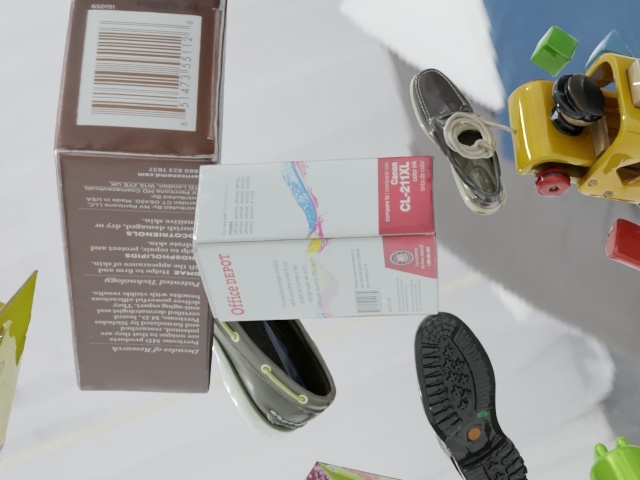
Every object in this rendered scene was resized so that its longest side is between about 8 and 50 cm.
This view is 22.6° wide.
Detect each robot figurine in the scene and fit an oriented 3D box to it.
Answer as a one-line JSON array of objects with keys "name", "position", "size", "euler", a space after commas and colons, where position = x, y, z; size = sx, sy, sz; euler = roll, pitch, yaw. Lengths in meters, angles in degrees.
[{"name": "robot figurine", "position": [0.318, 0.257, 1.637], "size": [0.067, 0.101, 0.115], "euler": [86, 166, -44]}]

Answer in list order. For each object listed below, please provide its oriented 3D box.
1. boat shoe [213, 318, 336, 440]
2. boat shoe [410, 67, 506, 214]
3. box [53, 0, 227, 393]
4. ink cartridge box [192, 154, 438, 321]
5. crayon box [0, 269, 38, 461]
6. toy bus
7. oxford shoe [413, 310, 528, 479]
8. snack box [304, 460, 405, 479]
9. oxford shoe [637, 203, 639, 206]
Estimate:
[{"name": "boat shoe", "position": [-0.088, 0.064, 1.716], "size": [0.091, 0.109, 0.305], "euler": [-34, 86, 36]}, {"name": "boat shoe", "position": [0.132, -0.099, 1.486], "size": [0.152, 0.056, 0.049], "euler": [61, 168, 13]}, {"name": "box", "position": [-0.158, -0.033, 1.457], "size": [0.381, 0.143, 0.191], "euler": [100, 172, -55]}, {"name": "ink cartridge box", "position": [0.000, 0.000, 1.199], "size": [0.127, 0.175, 0.072], "euler": [81, -172, -61]}, {"name": "crayon box", "position": [-0.333, 0.179, 1.338], "size": [0.202, 0.081, 0.318], "euler": [-60, -8, -54]}, {"name": "toy bus", "position": [0.234, -0.094, 1.250], "size": [0.191, 0.202, 0.104], "euler": [45, 142, 6]}, {"name": "oxford shoe", "position": [0.137, 0.167, 1.649], "size": [0.096, 0.082, 0.227], "euler": [42, 153, 63]}, {"name": "snack box", "position": [0.089, 0.326, 1.647], "size": [0.070, 0.174, 0.207], "euler": [-58, 40, 17]}, {"name": "oxford shoe", "position": [0.444, -0.058, 1.783], "size": [0.348, 0.123, 0.130], "euler": [28, -166, -14]}]
